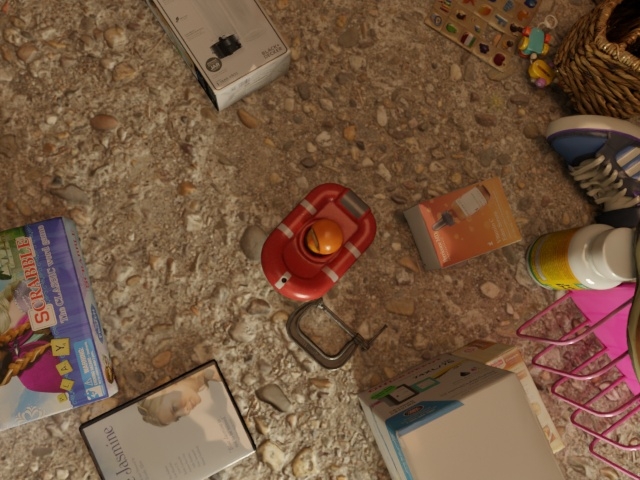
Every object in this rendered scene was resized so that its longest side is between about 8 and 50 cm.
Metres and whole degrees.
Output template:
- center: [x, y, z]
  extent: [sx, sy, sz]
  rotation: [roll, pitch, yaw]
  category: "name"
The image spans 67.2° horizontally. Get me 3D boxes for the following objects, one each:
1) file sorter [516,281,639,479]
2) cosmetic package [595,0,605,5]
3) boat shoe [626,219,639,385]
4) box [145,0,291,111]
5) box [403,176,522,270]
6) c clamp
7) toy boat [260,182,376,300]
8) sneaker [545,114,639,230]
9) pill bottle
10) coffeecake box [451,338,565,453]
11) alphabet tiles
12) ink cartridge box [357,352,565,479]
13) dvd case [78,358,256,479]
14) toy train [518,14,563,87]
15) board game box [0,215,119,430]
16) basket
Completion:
- center: [0.529, 0.246, 0.871]
  extent: [0.182, 0.202, 0.290]
  rotation: [-32, 89, -8]
  category: "file sorter"
- center: [0.590, -0.663, 1.002]
  extent: [0.129, 0.153, 0.296]
  rotation: [-37, 89, -11]
  category: "cosmetic package"
- center: [0.550, 0.104, 0.719]
  extent: [0.123, 0.120, 0.323]
  rotation: [0, 87, -10]
  category: "boat shoe"
- center: [-0.201, -0.413, 0.899]
  extent: [0.169, 0.087, 0.289]
  rotation: [-34, 90, -10]
  category: "box"
- center: [0.268, -0.029, 0.920]
  extent: [0.171, 0.091, 0.130]
  rotation: [-20, 87, -10]
  category: "box"
- center: [0.023, 0.167, 0.904]
  extent: [0.161, 0.022, 0.137]
  rotation: [38, 86, -4]
  category: "c clamp"
- center: [0.000, 0.000, 0.850]
  extent: [0.151, 0.151, 0.231]
  rotation: [43, 80, -1]
  category: "toy boat"
- center: [0.580, -0.089, 0.948]
  extent: [0.323, 0.130, 0.236]
  rotation: [18, 78, -11]
  category: "sneaker"
- center: [0.484, 0.032, 0.883]
  extent: [0.118, 0.208, 0.117]
  rotation: [1, 84, -8]
  category: "pill bottle"
- center: [0.330, 0.281, 0.869]
  extent: [0.068, 0.142, 0.185]
  rotation: [-25, 88, -10]
  category: "coffeecake box"
- center: [0.357, -0.503, 1.025]
  extent: [0.198, 0.009, 0.237]
  rotation: [31, 80, -3]
  category: "alphabet tiles"
- center: [0.208, 0.324, 0.784]
  extent: [0.198, 0.270, 0.197]
  rotation: [-23, 86, -10]
  category: "ink cartridge box"
- center: [-0.264, 0.346, 0.843]
  extent: [0.253, 0.022, 0.180]
  rotation: [-25, 88, -9]
  category: "dvd case"
- center: [0.479, -0.378, 1.012]
  extent: [0.125, 0.046, 0.166]
  rotation: [-26, 89, -14]
  category: "toy train"
- center: [-0.543, 0.153, 0.803]
  extent: [0.318, 0.066, 0.318]
  rotation: [-17, 86, -9]
  category: "board game box"
- center: [0.634, -0.388, 0.914]
  extent: [0.299, 0.223, 0.213]
  rotation: [-38, 100, -17]
  category: "basket"
